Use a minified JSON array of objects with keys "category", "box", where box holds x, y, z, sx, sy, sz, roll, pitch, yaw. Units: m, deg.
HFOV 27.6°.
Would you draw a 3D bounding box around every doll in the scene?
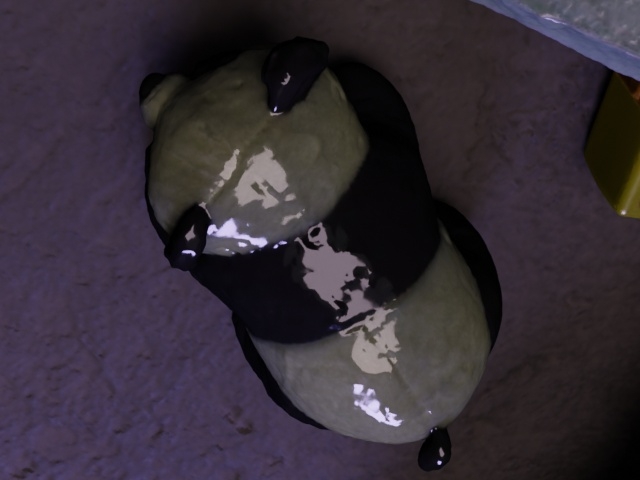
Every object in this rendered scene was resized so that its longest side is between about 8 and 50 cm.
[{"category":"doll","box":[0.002,0.001,0.640,0.143,0.135,0.234,-31,115,2]}]

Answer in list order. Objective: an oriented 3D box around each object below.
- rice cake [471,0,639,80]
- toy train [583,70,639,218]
[{"category":"rice cake","box":[0.123,-0.128,0.590,0.290,0.051,0.081,26,101,4]},{"category":"toy train","box":[0.229,-0.069,0.683,0.219,0.089,0.127,6,125,-16]}]
